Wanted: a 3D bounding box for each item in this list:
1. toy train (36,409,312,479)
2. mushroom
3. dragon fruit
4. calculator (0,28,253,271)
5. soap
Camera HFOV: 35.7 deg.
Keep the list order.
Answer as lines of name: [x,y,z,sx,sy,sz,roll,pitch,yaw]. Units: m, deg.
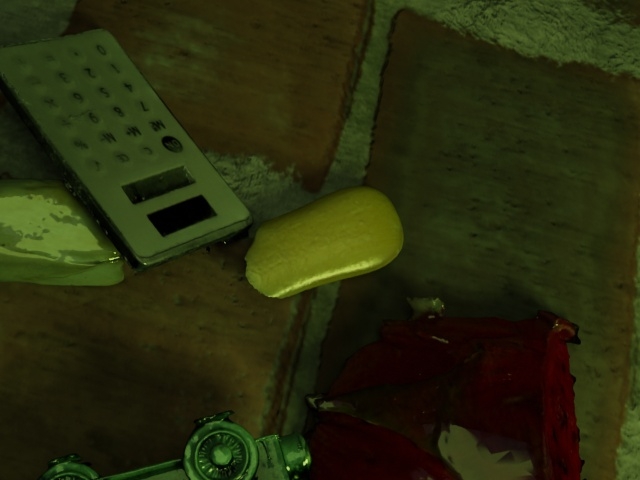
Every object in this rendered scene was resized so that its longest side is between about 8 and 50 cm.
toy train: [-0.127,0.235,0.798,0.269,0.115,0.154,-11,75,-19]
mushroom: [-0.329,-0.014,0.875,0.312,0.081,0.100,3,75,-11]
dragon fruit: [0.121,0.206,0.867,0.282,0.100,0.343,2,66,-5]
calculator: [-0.185,-0.089,0.928,0.262,0.021,0.161,51,38,11]
soap: [0.000,0.000,0.958,0.168,0.033,0.089,-16,70,-17]
